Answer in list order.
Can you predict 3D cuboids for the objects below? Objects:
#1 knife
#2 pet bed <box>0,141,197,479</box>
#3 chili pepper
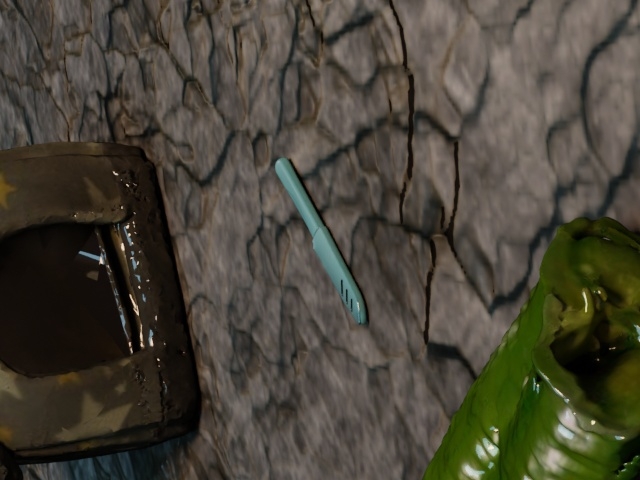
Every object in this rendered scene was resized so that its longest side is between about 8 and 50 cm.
[{"bbox_3d":[0.000,0.000,0.740,0.091,0.005,0.014,61,148,34],"label":"knife"},{"bbox_3d":[-0.181,0.043,0.962,0.211,0.159,0.183,164,96,-66],"label":"pet bed"},{"bbox_3d":[0.036,0.132,0.631,0.359,0.076,0.085,116,157,-45],"label":"chili pepper"}]
